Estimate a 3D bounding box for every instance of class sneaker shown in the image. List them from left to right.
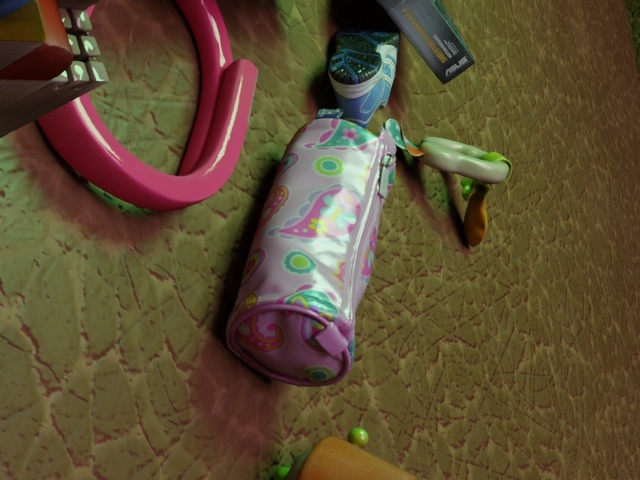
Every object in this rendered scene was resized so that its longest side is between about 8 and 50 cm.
[{"bbox_3d":[0.052,-0.208,1.152,0.211,0.080,0.081,-62,153,-54],"label":"sneaker"}]

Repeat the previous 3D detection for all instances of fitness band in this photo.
[{"bbox_3d":[-0.149,-0.155,0.815,0.209,0.054,0.290,42,40,-35],"label":"fitness band"}]

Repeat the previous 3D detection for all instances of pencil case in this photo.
[{"bbox_3d":[0.000,0.000,0.893,0.124,0.124,0.284,51,37,-30],"label":"pencil case"}]

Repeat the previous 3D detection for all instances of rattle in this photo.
[{"bbox_3d":[0.154,-0.078,1.267,0.200,0.142,0.130,0,40,-42],"label":"rattle"}]

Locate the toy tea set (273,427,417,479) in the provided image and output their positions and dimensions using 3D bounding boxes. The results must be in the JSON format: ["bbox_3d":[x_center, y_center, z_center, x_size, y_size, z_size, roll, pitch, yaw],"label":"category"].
[{"bbox_3d":[-0.031,0.285,0.730,0.336,0.124,0.199,-20,120,-62],"label":"toy tea set"}]

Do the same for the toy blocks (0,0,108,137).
[{"bbox_3d":[-0.228,-0.123,0.464,0.381,0.261,0.190,-15,86,-59],"label":"toy blocks"}]

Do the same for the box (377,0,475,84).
[{"bbox_3d":[0.111,-0.340,1.252,0.183,0.056,0.231,41,22,-39],"label":"box"}]
